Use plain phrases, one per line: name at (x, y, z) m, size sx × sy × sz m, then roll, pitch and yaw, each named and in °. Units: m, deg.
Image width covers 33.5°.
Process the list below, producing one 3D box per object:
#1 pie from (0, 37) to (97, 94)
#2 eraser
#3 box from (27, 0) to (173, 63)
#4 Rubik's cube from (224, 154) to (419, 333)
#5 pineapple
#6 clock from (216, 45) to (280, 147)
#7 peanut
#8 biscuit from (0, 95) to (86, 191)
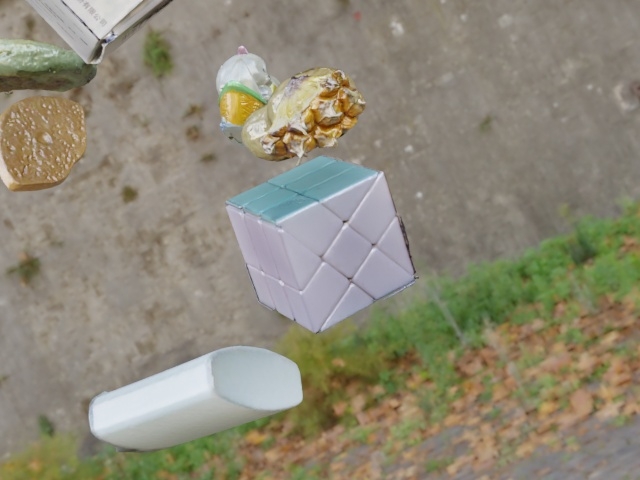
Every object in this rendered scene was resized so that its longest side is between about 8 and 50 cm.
pie at (-0.527, -0.296, 1.830) m, size 0.303 × 0.066 × 0.302 m, roll -1°, pitch 1°, yaw 0°
eraser at (-0.192, 0.244, 1.612) m, size 0.290 × 0.104 × 0.189 m, roll -24°, pitch -30°, yaw 38°
box at (-0.286, -0.362, 1.131) m, size 0.173 × 0.333 × 0.145 m, roll -46°, pitch 11°, yaw -11°
Rubik's cube at (0.000, 0.000, 1.892) m, size 0.231 × 0.221 × 0.225 m, roll -27°, pitch 23°, yaw -20°
pineapple at (-0.018, -0.160, 1.317) m, size 0.137 × 0.069 × 0.116 m, roll -34°, pitch 39°, yaw 6°
clock at (-0.119, -0.240, 1.826) m, size 0.103 × 0.144 × 0.231 m, roll 2°, pitch -11°, yaw 9°
peanut at (-0.037, -0.182, 1.573) m, size 0.236 × 0.110 × 0.120 m, roll -20°, pitch 13°, yaw 48°
biscuit at (-0.453, -0.160, 1.711) m, size 0.029 × 0.142 × 0.220 m, roll -35°, pitch 25°, yaw 42°
